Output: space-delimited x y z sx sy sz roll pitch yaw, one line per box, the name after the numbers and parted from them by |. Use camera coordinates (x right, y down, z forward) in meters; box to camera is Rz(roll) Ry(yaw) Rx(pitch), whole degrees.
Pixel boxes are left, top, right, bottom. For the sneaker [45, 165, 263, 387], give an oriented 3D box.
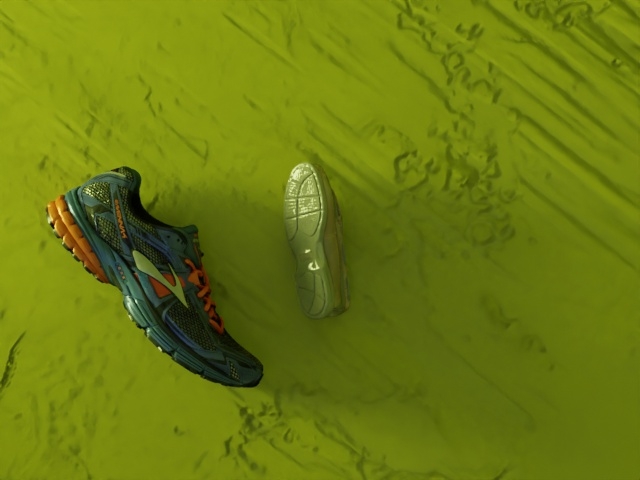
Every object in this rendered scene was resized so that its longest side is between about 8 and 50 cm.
-0.120 0.030 1.222 0.087 0.083 0.221 -43 89 0 | sneaker

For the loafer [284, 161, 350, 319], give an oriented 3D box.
0.000 0.000 1.227 0.045 0.039 0.125 -6 88 41 | loafer
